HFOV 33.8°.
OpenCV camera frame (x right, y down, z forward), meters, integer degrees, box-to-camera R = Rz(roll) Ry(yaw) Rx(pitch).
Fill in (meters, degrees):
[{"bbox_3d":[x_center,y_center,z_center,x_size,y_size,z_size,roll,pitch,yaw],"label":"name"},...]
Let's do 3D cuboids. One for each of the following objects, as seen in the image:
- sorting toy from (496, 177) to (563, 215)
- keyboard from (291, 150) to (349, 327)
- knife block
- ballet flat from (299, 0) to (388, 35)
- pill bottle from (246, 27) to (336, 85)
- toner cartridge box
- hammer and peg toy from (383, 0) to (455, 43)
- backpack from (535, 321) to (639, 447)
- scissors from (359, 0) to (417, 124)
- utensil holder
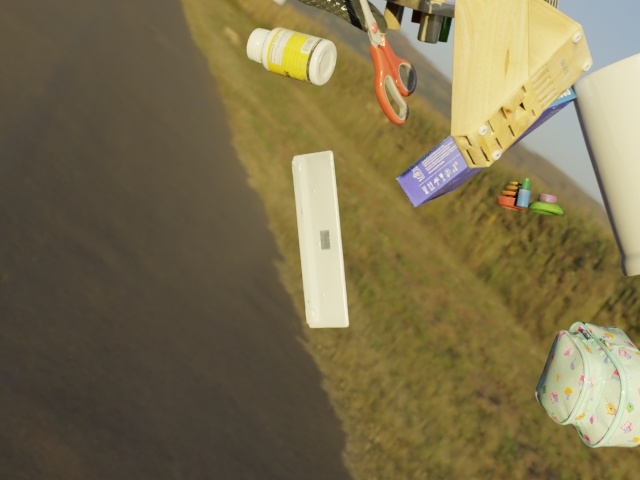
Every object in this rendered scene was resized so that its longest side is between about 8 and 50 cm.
[{"bbox_3d":[0.303,-0.065,1.526,0.102,0.042,0.061,10,-4,30],"label":"sorting toy"},{"bbox_3d":[0.000,0.000,1.537,0.072,0.255,0.014,-5,1,31],"label":"keyboard"},{"bbox_3d":[0.210,-0.260,1.346,0.242,0.276,0.088,44,-2,35],"label":"knife block"},{"bbox_3d":[0.037,-0.392,1.769,0.173,0.049,0.057,27,54,-15],"label":"ballet flat"},{"bbox_3d":[-0.042,-0.261,1.472,0.116,0.065,0.065,20,0,24],"label":"pill bottle"},{"bbox_3d":[0.318,-0.197,2.055,0.165,0.348,0.075,-25,79,-49],"label":"toner cartridge box"},{"bbox_3d":[0.204,-0.417,1.880,0.362,0.127,0.266,6,16,-20],"label":"hammer and peg toy"},{"bbox_3d":[0.435,0.231,1.644,0.145,0.165,0.188,7,23,-27],"label":"backpack"},{"bbox_3d":[0.083,-0.305,1.621,0.021,0.109,0.297,6,-33,34],"label":"scissors"},{"bbox_3d":[0.680,-0.160,2.006,0.327,0.328,0.385,3,70,-77],"label":"utensil holder"}]
